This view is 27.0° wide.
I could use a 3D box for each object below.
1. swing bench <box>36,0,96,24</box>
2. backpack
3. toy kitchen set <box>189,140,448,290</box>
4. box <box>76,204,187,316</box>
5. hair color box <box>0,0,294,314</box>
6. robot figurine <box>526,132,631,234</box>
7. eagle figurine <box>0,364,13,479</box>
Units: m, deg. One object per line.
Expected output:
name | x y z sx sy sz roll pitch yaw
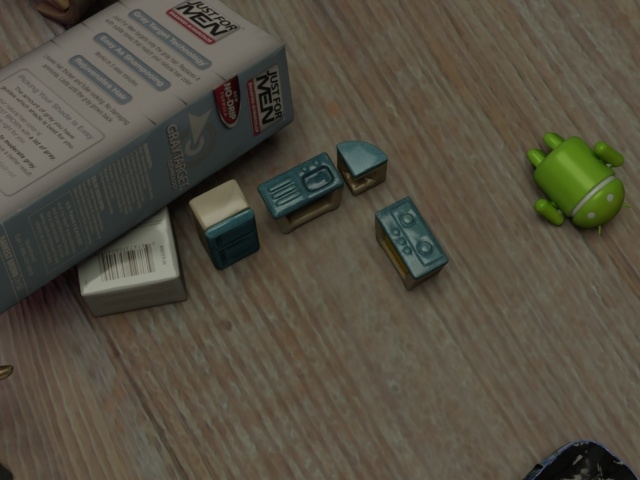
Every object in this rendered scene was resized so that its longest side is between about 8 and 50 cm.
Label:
swing bench | -0.273 -0.397 1.462 0.255 0.165 0.253 38 76 6
backpack | 0.245 0.252 1.280 0.105 0.084 0.114 43 83 13
toy kitchen set | 0.000 0.000 1.346 0.207 0.122 0.166 -28 74 -7
box | -0.196 0.013 1.363 0.101 0.087 0.102 -11 71 -3
hair color box | -0.228 -0.107 1.321 0.374 0.113 0.185 -36 54 -23
robot figurine | 0.269 -0.062 1.389 0.101 0.067 0.115 -45 75 16
eagle figurine | -0.384 0.274 1.257 0.226 0.225 0.298 0 105 41
